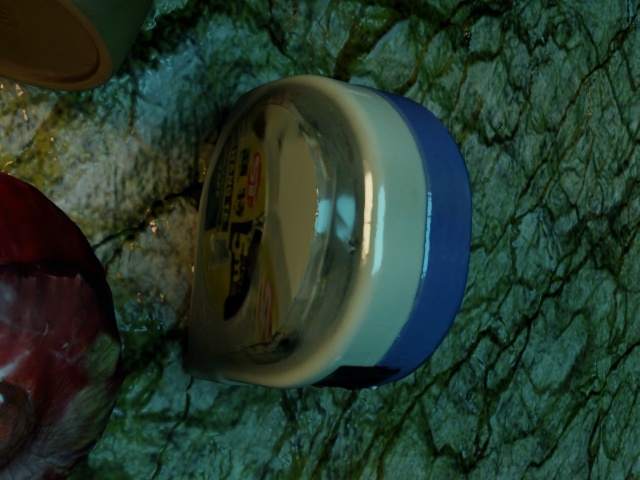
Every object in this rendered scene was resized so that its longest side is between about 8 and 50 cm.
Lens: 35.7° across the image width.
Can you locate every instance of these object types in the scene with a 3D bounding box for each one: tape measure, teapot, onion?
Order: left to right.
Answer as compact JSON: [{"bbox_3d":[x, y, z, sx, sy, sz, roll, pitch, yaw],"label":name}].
[{"bbox_3d":[-0.240,0.077,0.646,0.246,0.190,0.246,-18,119,-35],"label":"onion"},{"bbox_3d":[-0.207,-0.226,0.687,0.268,0.185,0.175,19,68,-2],"label":"teapot"},{"bbox_3d":[-0.002,0.000,0.814,0.138,0.262,0.259,5,86,-30],"label":"tape measure"}]
